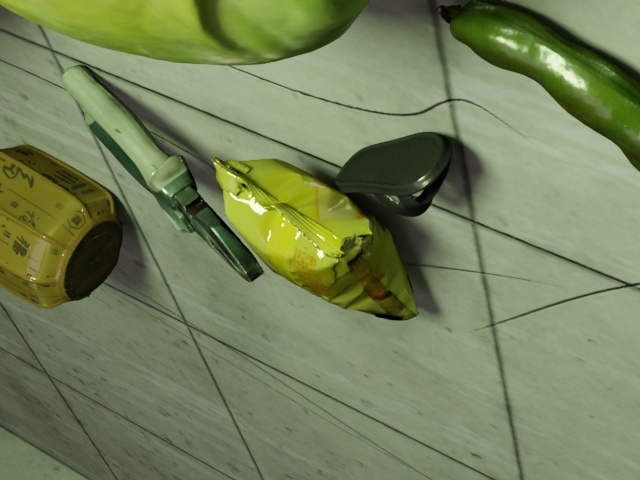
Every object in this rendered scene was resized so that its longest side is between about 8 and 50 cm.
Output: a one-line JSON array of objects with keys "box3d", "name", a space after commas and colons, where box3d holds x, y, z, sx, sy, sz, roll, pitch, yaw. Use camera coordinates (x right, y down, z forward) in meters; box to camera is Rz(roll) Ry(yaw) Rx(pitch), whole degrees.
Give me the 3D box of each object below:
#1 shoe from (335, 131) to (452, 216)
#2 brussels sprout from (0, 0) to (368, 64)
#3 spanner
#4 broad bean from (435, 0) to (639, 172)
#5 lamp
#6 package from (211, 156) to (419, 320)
[{"box3d": [0.069, -0.049, 1.138, 0.053, 0.062, 0.159, 46, 161, -22], "name": "shoe"}, {"box3d": [-0.101, -0.233, 0.827, 0.328, 0.247, 0.328, 10, 162, 3], "name": "brussels sprout"}, {"box3d": [-0.151, -0.062, 1.334, 0.325, 0.040, 0.095, 44, 166, 36], "name": "spanner"}, {"box3d": [0.184, -0.091, 0.921, 0.254, 0.046, 0.065, 36, 162, 8], "name": "broad bean"}, {"box3d": [-0.332, -0.017, 1.630, 0.185, 0.161, 0.161, 26, 153, 21], "name": "lamp"}, {"box3d": [0.000, 0.000, 1.250, 0.168, 0.090, 0.226, 30, 174, 22], "name": "package"}]
